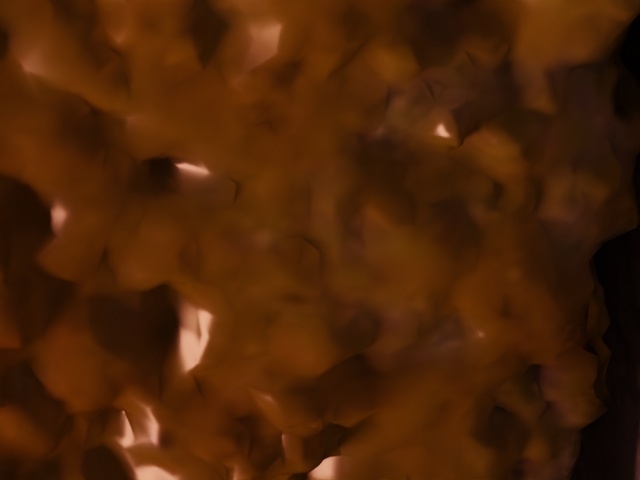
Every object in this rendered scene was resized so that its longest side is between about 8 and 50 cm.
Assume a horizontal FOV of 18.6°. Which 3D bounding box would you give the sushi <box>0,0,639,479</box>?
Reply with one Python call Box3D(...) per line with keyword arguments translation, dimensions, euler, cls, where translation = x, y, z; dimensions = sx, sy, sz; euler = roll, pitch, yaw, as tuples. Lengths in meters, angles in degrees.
Box3D(translation=(-0.047, -0.051, 0.637), dimensions=(0.351, 0.240, 0.397), euler=(-104, 15, -57), cls="sushi")
